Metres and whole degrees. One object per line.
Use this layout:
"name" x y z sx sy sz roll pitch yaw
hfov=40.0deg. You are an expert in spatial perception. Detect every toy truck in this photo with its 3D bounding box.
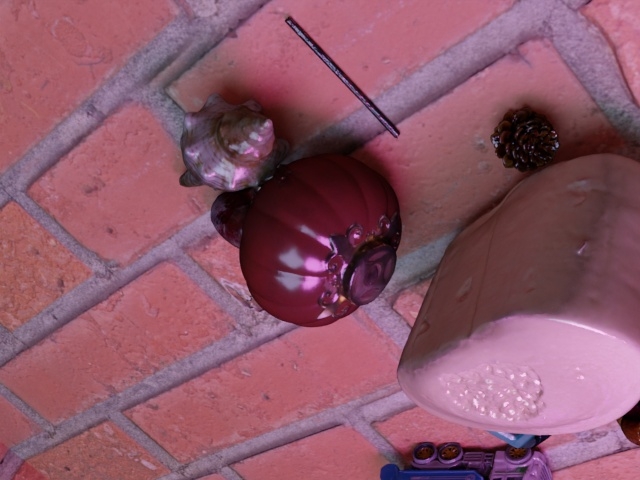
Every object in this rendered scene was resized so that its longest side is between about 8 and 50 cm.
"toy truck" 0.311 0.546 1.911 0.367 0.175 0.146 -10 122 28

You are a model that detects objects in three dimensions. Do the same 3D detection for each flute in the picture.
"flute" 0.039 -0.264 1.440 0.269 0.014 0.014 44 131 -16

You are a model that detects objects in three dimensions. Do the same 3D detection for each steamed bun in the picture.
"steamed bun" 0.356 0.105 1.380 0.290 0.371 0.456 33 146 -12

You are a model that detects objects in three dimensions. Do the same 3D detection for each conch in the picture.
"conch" -0.153 -0.165 1.520 0.203 0.169 0.386 14 179 -21

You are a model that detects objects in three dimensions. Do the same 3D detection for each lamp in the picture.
"lamp" 0.000 0.000 1.491 0.257 0.303 0.303 32 141 33

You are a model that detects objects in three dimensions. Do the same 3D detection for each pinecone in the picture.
"pinecone" 0.323 -0.155 1.359 0.102 0.102 0.109 52 163 -22

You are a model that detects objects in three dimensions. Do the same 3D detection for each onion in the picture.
"onion" -0.115 -0.026 1.649 0.206 0.098 0.151 16 134 10

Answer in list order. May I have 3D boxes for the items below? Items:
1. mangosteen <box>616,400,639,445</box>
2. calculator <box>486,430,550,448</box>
"mangosteen" 0.572 0.223 1.445 0.233 0.287 0.288 40 132 -24
"calculator" 0.378 0.297 1.749 0.248 0.058 0.274 29 132 -4
